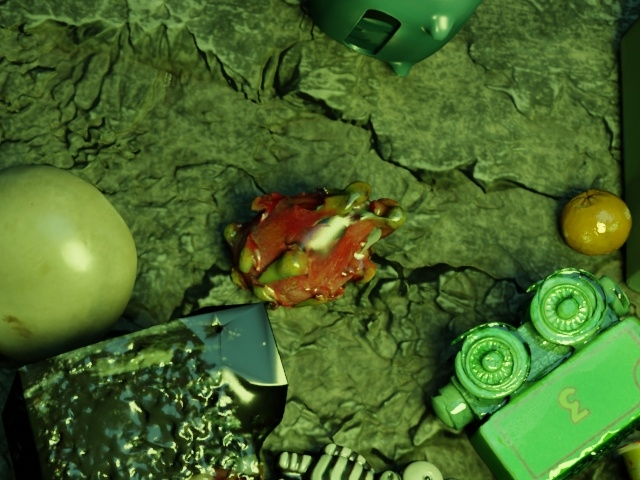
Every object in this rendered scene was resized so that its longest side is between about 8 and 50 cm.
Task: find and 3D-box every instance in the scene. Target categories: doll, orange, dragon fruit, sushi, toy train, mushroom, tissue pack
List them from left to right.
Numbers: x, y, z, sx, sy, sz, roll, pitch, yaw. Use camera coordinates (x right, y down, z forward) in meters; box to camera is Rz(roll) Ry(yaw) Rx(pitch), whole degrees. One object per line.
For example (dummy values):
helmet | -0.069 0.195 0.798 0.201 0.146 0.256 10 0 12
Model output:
mushroom | -0.277 0.013 1.517 0.204 0.204 0.204 7 65 -14
sushi | -0.159 0.198 1.432 0.227 0.215 0.212 -11 70 -22
dragon fruit | 0.000 0.000 1.619 0.150 0.207 0.133 -4 77 -65
doll | 0.057 0.262 1.553 0.219 0.067 0.091 15 59 -12
tissue pack | 0.089 -0.313 1.702 0.198 0.287 0.206 17 79 -10
toy train | 0.247 0.150 1.610 0.243 0.132 0.188 -36 79 -9
orange | 0.320 -0.022 1.755 0.083 0.070 0.083 -9 28 5

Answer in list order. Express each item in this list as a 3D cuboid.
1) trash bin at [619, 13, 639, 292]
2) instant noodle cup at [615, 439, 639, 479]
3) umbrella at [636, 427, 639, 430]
trash bin | 0.477 -0.100 1.799 0.223 0.158 0.343 10 69 -11
instant noodle cup | 0.427 0.287 1.585 0.213 0.213 0.174 -3 75 -18
umbrella | 0.333 0.192 1.689 0.133 0.031 0.036 6 52 -13
